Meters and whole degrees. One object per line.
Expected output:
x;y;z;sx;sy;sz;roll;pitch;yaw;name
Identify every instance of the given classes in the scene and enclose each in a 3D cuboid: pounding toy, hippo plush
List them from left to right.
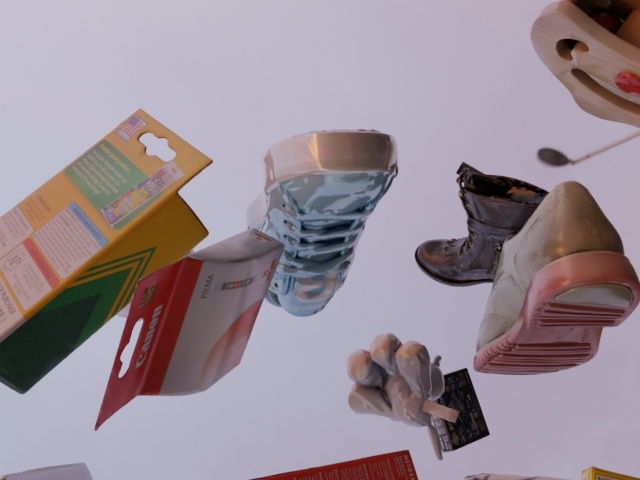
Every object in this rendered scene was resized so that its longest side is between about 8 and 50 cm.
0.230;0.330;1.549;0.237;0.295;0.234;-16;-56;-61;hippo plush
0.303;-0.203;0.567;0.154;0.270;0.154;-54;-43;-4;pounding toy

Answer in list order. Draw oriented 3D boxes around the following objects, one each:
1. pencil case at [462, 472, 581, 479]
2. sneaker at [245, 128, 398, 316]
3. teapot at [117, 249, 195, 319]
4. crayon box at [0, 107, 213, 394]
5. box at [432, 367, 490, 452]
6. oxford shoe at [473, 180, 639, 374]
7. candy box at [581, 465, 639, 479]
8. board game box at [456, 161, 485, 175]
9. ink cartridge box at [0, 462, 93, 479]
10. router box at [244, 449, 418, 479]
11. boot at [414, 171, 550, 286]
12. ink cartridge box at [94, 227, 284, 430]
0.472;0.572;1.285;0.183;0.411;0.159;62;-144;-27;pencil case
0.000;0.000;0.662;0.135;0.366;0.149;-7;-101;-12;sneaker
-0.393;0.094;1.385;0.253;0.256;0.186;-1;-68;-26;teapot
-0.280;-0.002;0.754;0.323;0.203;0.083;-43;-43;-12;crayon box
0.416;0.518;1.937;0.175;0.051;0.220;-7;-106;-37;box
0.284;0.074;0.809;0.141;0.397;0.146;1;-118;-4;oxford shoe
0.298;0.246;0.467;0.206;0.027;0.105;12;-120;5;candy box
0.334;-0.082;1.132;0.186;0.026;0.126;33;-168;13;board game box
-0.290;0.316;0.501;0.233;0.168;0.171;-29;-104;-8;ink cartridge box
-0.026;0.481;1.093;0.302;0.335;0.082;-3;-125;-22;router box
0.245;-0.020;0.965;0.091;0.263;0.229;-59;-39;-28;boot
-0.104;0.074;0.538;0.045;0.145;0.179;27;-159;11;ink cartridge box
